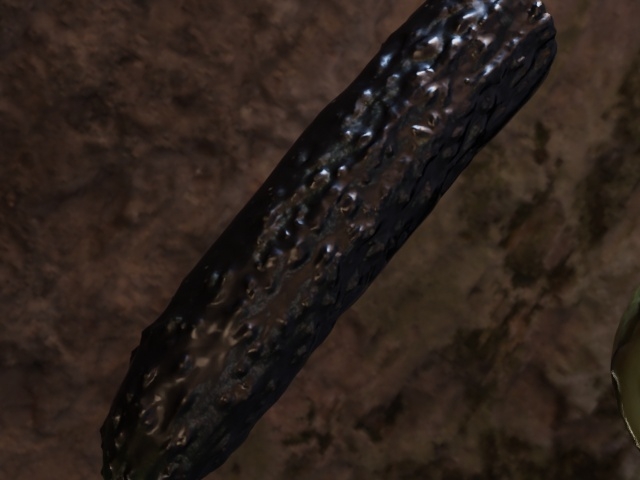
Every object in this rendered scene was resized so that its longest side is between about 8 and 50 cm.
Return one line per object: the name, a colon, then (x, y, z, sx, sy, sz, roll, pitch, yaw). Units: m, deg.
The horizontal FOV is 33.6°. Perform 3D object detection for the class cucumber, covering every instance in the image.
cucumber: (-0.001, -0.001, 0.468, 0.300, 0.072, 0.072, -51, -14, -19)

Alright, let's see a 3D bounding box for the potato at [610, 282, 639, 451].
potato: (0.357, 0.063, 0.789, 0.280, 0.330, 0.213, -32, 6, 16)
